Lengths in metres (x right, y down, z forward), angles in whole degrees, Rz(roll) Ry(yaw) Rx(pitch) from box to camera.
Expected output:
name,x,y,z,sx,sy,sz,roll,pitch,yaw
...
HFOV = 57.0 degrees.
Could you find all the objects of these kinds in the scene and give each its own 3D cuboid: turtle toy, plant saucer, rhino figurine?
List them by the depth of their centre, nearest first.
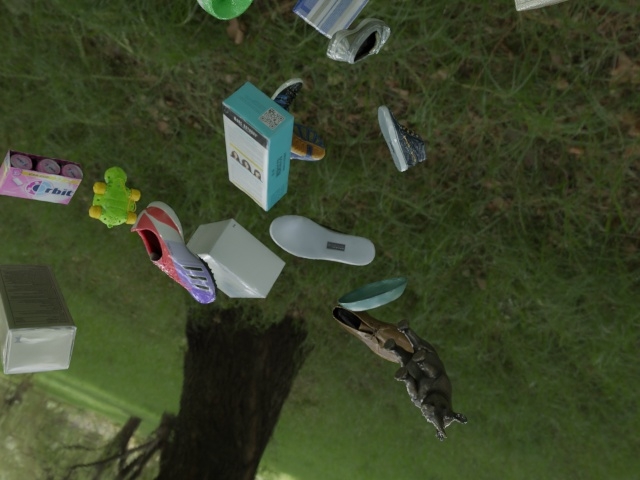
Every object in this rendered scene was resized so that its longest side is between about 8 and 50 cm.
name,x,y,z,sx,sy,sz,roll,pitch,yaw
rhino figurine,0.170,0.229,0.942,0.106,0.073,0.243,49,-170,-20
plant saucer,0.087,0.089,0.953,0.119,0.119,0.021,-12,98,53
turtle toy,-0.428,-0.090,1.220,0.095,0.130,0.066,12,172,-33

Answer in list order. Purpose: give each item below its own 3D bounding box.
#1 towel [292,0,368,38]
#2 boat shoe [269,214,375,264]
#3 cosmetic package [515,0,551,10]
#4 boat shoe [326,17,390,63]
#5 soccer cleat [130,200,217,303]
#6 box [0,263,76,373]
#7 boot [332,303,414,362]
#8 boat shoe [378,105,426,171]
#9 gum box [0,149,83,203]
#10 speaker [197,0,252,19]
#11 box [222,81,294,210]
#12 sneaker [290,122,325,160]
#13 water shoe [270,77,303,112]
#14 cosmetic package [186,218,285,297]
name,x,y,z,sx,sy,sz,roll,pitch,yaw
towel,0.043,-0.793,1.959,0.034,0.209,0.285,49,-160,23
boat shoe,0.000,0.000,1.216,0.228,0.080,0.076,11,179,-17
cosmetic package,0.561,-0.608,1.267,0.296,0.129,0.153,19,123,64
boat shoe,0.142,-0.633,1.895,0.103,0.320,0.118,34,128,18
soccer cleat,-0.379,0.055,1.533,0.108,0.116,0.318,-7,121,32
box,-0.708,0.180,1.435,0.147,0.121,0.311,3,-156,-35
boot,0.164,0.284,1.782,0.305,0.112,0.115,28,-177,21
boat shoe,0.216,-0.280,1.556,0.184,0.083,0.065,67,172,-20
gum box,-0.731,-0.162,1.546,0.188,0.062,0.107,9,139,-43
speaker,-0.256,-0.589,1.209,0.297,0.131,0.131,52,165,20
box,-0.106,-0.151,1.008,0.100,0.060,0.244,40,158,11
sneaker,-0.134,-0.315,1.925,0.296,0.112,0.131,15,150,-18
water shoe,-0.117,-0.403,1.790,0.080,0.203,0.073,52,-170,17
cosmetic package,-0.270,0.060,1.791,0.224,0.138,0.224,41,153,-25
